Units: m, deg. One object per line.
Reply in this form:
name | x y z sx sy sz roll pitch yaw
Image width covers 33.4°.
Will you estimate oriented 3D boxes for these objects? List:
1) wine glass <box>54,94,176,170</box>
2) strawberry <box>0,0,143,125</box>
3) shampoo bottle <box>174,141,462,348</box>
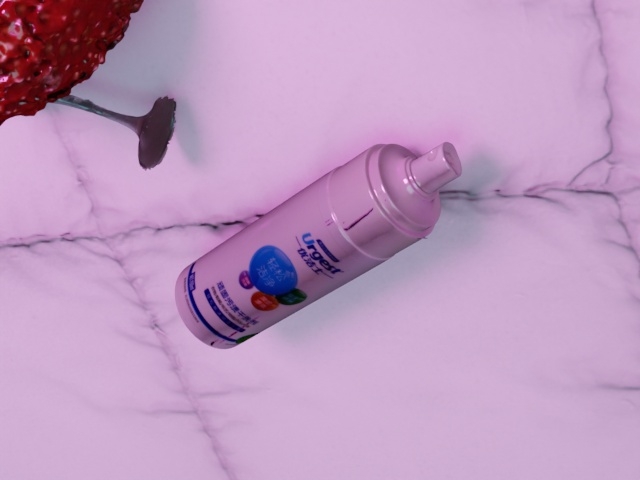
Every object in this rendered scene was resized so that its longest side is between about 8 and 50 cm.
wine glass | -0.260 -0.134 0.930 0.262 0.074 0.074 19 131 7
strawberry | -0.230 -0.189 0.806 0.202 0.186 0.184 -18 149 6
shampoo bottle | 0.000 0.000 0.922 0.303 0.092 0.092 -30 112 36
